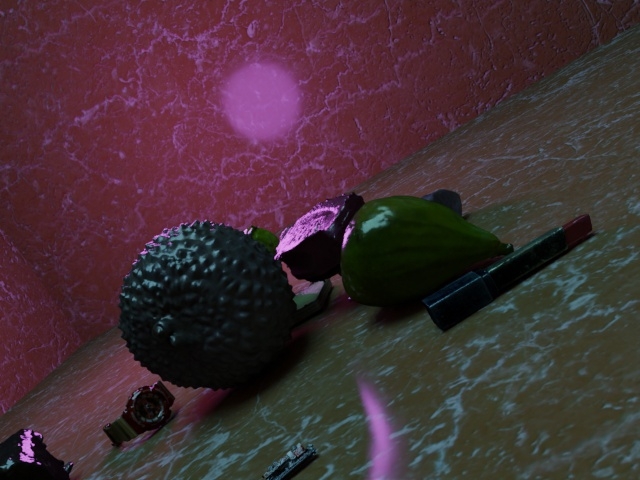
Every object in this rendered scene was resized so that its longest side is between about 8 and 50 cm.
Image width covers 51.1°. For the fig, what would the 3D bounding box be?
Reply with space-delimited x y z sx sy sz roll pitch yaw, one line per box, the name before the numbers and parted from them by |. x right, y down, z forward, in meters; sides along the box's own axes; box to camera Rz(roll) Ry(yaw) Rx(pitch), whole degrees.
fig | 0.193 0.019 1.335 0.314 0.232 0.233 -5 7 -6

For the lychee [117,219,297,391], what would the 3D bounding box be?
lychee | -0.239 0.144 1.476 0.380 0.380 0.432 -29 2 19

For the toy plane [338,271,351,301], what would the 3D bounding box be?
toy plane | 0.090 0.032 1.572 0.182 0.107 0.273 -47 29 31

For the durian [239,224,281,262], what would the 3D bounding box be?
durian | -0.202 0.114 1.885 0.256 0.339 0.204 7 13 38

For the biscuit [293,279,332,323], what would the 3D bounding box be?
biscuit | -0.034 0.157 1.732 0.121 0.040 0.199 -32 8 16

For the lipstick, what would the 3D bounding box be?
lipstick | 0.321 0.048 1.131 0.312 0.051 0.051 -30 8 -2

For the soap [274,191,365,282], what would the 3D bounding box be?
soap | 0.000 0.000 1.566 0.182 0.112 0.289 -52 15 -22

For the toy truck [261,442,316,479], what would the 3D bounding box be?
toy truck | -0.044 0.321 0.961 0.083 0.024 0.032 -37 33 -17

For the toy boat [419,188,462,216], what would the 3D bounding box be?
toy boat | 0.224 -0.030 1.663 0.276 0.111 0.293 -41 9 -38

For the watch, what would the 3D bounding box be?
watch | -0.448 0.417 1.611 0.268 0.102 0.165 -34 7 45

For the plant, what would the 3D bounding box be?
plant | -0.643 0.509 1.416 0.199 0.188 0.276 -35 10 -20
